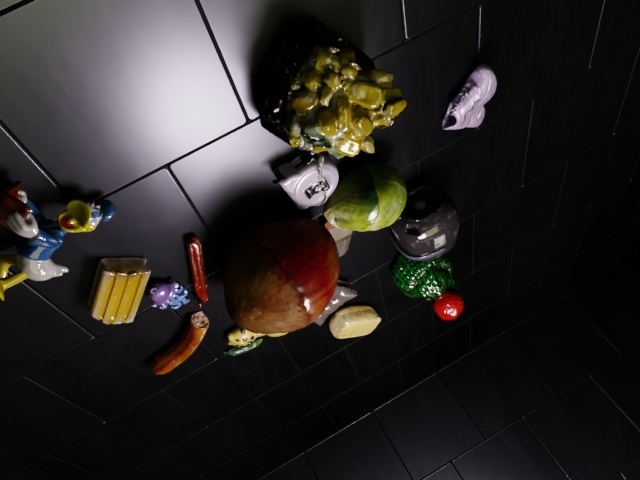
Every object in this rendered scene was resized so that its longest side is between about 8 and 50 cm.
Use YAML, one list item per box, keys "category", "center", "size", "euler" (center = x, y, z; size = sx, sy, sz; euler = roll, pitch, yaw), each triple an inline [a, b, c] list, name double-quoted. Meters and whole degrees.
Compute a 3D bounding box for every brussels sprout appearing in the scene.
- category: "brussels sprout"
  center: [0.147, -0.131, 1.762]
  size: [0.272, 0.219, 0.210]
  euler: [-27, 158, 25]

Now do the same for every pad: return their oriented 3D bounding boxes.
- category: "pad"
  center: [0.135, -0.021, 2.000]
  size: [0.324, 0.055, 0.249]
  euler: [-11, 138, -20]

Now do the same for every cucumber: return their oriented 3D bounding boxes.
- category: "cucumber"
  center: [-0.314, 0.443, 2.200]
  size: [0.168, 0.039, 0.039]
  euler: [-17, 140, -24]

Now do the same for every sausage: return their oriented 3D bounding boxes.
- category: "sausage"
  center: [-0.504, 0.382, 1.957]
  size: [0.103, 0.076, 0.302]
  euler: [26, 113, -41]

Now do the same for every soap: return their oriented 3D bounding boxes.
- category: "soap"
  center: [-0.615, 0.157, 1.622]
  size: [0.140, 0.073, 0.232]
  euler: [2, 131, -36]

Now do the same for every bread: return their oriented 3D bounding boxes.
- category: "bread"
  center: [0.150, 0.359, 2.395]
  size: [0.237, 0.106, 0.140]
  euler: [0, 131, -38]

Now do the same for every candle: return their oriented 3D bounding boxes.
- category: "candle"
  center: [-0.398, 0.107, 1.747]
  size: [0.048, 0.051, 0.329]
  euler: [-20, 141, -22]

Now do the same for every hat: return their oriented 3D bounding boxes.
- category: "hat"
  center: [0.480, 0.181, 2.256]
  size: [0.274, 0.332, 0.242]
  euler: [-11, 140, -31]

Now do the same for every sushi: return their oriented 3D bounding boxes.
- category: "sushi"
  center: [0.022, -0.342, 1.365]
  size: [0.328, 0.285, 0.328]
  euler: [-47, 142, 19]

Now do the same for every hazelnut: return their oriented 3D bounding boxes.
- category: "hazelnut"
  center: [-0.118, 0.110, 1.738]
  size: [0.420, 0.353, 0.421]
  euler: [-56, 170, -15]

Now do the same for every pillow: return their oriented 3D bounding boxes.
- category: "pillow"
  center: [-0.032, 0.223, 2.116]
  size: [0.228, 0.101, 0.326]
  euler: [-46, 140, 17]

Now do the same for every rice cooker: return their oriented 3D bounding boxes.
- category: "rice cooker"
  center: [0.375, -0.068, 1.971]
  size: [0.267, 0.267, 0.224]
  euler: [-31, 142, -4]

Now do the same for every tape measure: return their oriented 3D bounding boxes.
- category: "tape measure"
  center: [-0.030, -0.186, 1.650]
  size: [0.178, 0.105, 0.196]
  euler: [-39, 142, 6]

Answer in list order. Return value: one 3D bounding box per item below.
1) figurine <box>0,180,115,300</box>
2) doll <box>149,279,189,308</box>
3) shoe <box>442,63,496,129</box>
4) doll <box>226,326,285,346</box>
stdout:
- category: "figurine"
  center: [-0.681, -0.039, 1.322]
  size: [0.338, 0.205, 0.283]
  euler: [-29, 138, -27]
- category: "doll"
  center: [-0.494, 0.182, 1.754]
  size: [0.110, 0.067, 0.206]
  euler: [-49, 154, -2]
- category: "shoe"
  center: [0.476, -0.456, 1.737]
  size: [0.138, 0.095, 0.245]
  euler: [-23, 149, -19]
- category: "doll"
  center: [-0.231, 0.356, 2.124]
  size: [0.291, 0.086, 0.117]
  euler: [-13, 154, -22]
